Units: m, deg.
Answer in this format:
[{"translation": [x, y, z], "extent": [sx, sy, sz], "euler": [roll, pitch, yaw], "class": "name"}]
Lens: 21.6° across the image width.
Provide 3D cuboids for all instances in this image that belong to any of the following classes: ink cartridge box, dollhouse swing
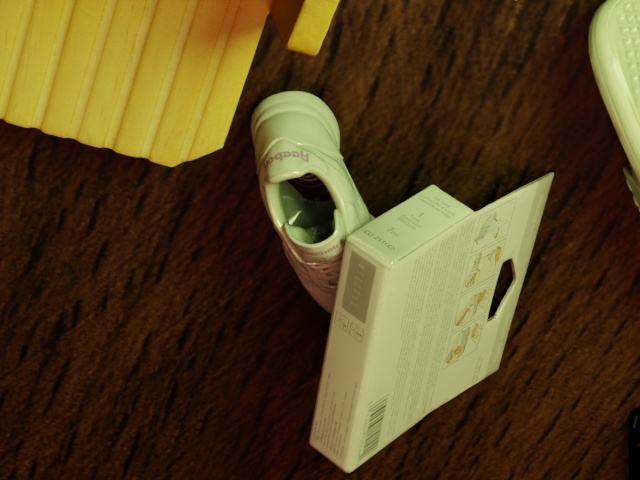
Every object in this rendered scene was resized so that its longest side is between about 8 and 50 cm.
[{"translation": [0.114, 0.073, 1.777], "extent": [0.066, 0.261, 0.296], "euler": [35, 135, 28], "class": "ink cartridge box"}, {"translation": [-0.190, -0.193, 1.496], "extent": [0.347, 0.315, 0.305], "euler": [15, 108, -12], "class": "dollhouse swing"}]

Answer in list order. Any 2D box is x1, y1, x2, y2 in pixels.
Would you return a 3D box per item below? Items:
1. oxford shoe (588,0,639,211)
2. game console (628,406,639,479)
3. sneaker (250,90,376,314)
[{"translation": [0.368, -0.055, 1.681], "extent": [0.130, 0.169, 0.449], "euler": [2, 139, 48], "class": "oxford shoe"}, {"translation": [0.483, 0.333, 2.053], "extent": [0.213, 0.044, 0.361], "euler": [-3, 129, 6], "class": "game console"}, {"translation": [0.000, 0.000, 1.722], "extent": [0.114, 0.152, 0.305], "euler": [-18, 128, 12], "class": "sneaker"}]
